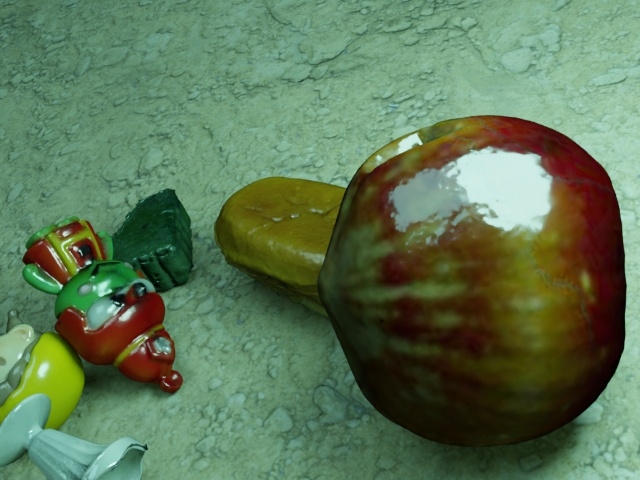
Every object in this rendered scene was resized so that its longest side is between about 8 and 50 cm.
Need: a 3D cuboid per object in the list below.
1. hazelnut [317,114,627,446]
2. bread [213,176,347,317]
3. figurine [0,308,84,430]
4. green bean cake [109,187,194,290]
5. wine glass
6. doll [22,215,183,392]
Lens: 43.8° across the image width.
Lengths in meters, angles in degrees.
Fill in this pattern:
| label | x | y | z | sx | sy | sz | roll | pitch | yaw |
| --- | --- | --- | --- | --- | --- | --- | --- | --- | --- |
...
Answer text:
| label | x | y | z | sx | sy | sz | roll | pitch | yaw |
| --- | --- | --- | --- | --- | --- | --- | --- | --- | --- |
| hazelnut | 0.208 | 0.048 | 1.073 | 0.402 | 0.429 | 0.402 | -5 | 10 | 1 |
| bread | -0.005 | 0.010 | 1.359 | 0.389 | 0.183 | 0.236 | 10 | 53 | 32 |
| figurine | -0.565 | 0.196 | 1.362 | 0.215 | 0.343 | 0.187 | -43 | 1 | 2 |
| green bean cake | -0.350 | 0.012 | 1.571 | 0.194 | 0.107 | 0.208 | -21 | 44 | 10 |
| wine glass | -0.388 | 0.338 | 1.221 | 0.197 | 0.165 | 0.165 | 27 | 64 | 18 |
| doll | -0.368 | 0.125 | 1.385 | 0.363 | 0.160 | 0.183 | 46 | 36 | 8 |
